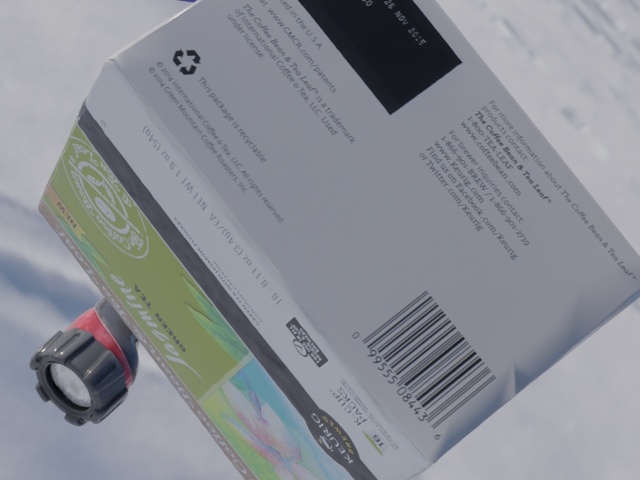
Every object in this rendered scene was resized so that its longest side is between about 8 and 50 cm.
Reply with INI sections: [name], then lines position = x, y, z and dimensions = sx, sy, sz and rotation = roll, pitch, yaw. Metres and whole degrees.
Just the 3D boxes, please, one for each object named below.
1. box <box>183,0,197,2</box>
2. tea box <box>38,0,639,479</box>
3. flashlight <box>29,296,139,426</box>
[box]
position = -0.111, -0.265, 1.520
dimensions = 0.126, 0.137, 0.072
rotation = 4, 63, -31
[tea box]
position = 0.000, 0.000, 1.292
dimensions = 0.329, 0.220, 0.323
rotation = 52, -23, 4
[flashlight]
position = -0.178, 0.072, 1.962
dimensions = 0.304, 0.103, 0.103
rotation = -43, 106, -38
